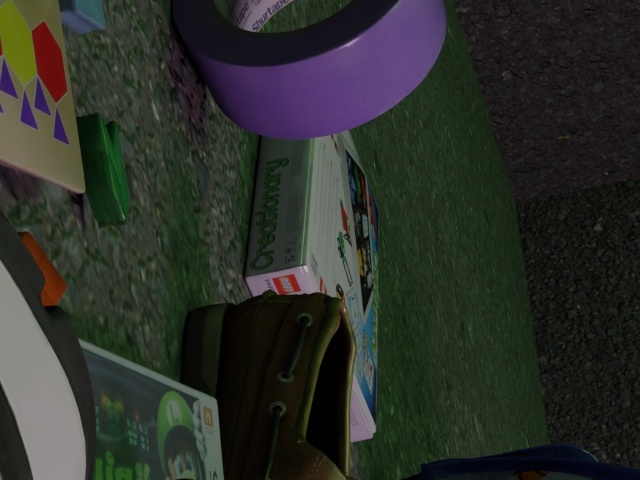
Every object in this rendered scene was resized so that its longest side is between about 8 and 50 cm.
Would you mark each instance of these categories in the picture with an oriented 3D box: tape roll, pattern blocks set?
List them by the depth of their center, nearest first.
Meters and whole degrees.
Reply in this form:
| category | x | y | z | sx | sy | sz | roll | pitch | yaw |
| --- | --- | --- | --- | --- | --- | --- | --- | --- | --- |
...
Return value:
| category | x | y | z | sx | sy | sz | roll | pitch | yaw |
| --- | --- | --- | --- | --- | --- | --- | --- | --- | --- |
| pattern blocks set | -0.163 | -0.100 | 0.703 | 0.325 | 0.026 | 0.285 | 46 | 34 | -68 |
| tape roll | -0.007 | -0.170 | 1.107 | 0.080 | 0.189 | 0.189 | 63 | 19 | -49 |

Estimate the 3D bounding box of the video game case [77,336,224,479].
| category | x | y | z | sx | sy | sz | roll | pitch | yaw |
| --- | --- | --- | --- | --- | --- | --- | --- | --- | --- |
| video game case | -0.092 | 0.145 | 0.757 | 0.190 | 0.022 | 0.173 | 37 | 42 | -62 |

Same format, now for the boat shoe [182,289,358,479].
| category | x | y | z | sx | sy | sz | roll | pitch | yaw |
| --- | --- | --- | --- | --- | --- | --- | --- | --- | --- |
| boat shoe | -0.023 | 0.160 | 0.908 | 0.111 | 0.104 | 0.307 | 61 | 21 | -55 |

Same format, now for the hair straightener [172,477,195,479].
| category | x | y | z | sx | sy | sz | roll | pitch | yaw |
| --- | --- | --- | --- | --- | --- | --- | --- | --- | --- |
| hair straightener | -0.086 | 0.211 | 0.658 | 0.089 | 0.047 | 0.230 | 35 | 57 | -36 |

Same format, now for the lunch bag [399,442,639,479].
| category | x | y | z | sx | sy | sz | roll | pitch | yaw |
| --- | --- | --- | --- | --- | --- | --- | --- | --- | --- |
| lunch bag | 0.257 | 0.376 | 1.395 | 0.239 | 0.385 | 0.328 | -41 | 123 | -40 |

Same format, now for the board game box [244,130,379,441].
| category | x | y | z | sx | sy | sz | roll | pitch | yaw |
| --- | --- | --- | --- | --- | --- | --- | --- | --- | --- |
| board game box | 0.000 | 0.000 | 1.299 | 0.305 | 0.053 | 0.193 | -86 | 160 | -52 |

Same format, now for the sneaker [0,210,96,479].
| category | x | y | z | sx | sy | sz | roll | pitch | yaw |
| --- | --- | --- | --- | --- | --- | --- | --- | --- | --- |
| sneaker | -0.125 | 0.151 | 0.292 | 0.257 | 0.169 | 0.447 | -91 | 166 | -49 |
